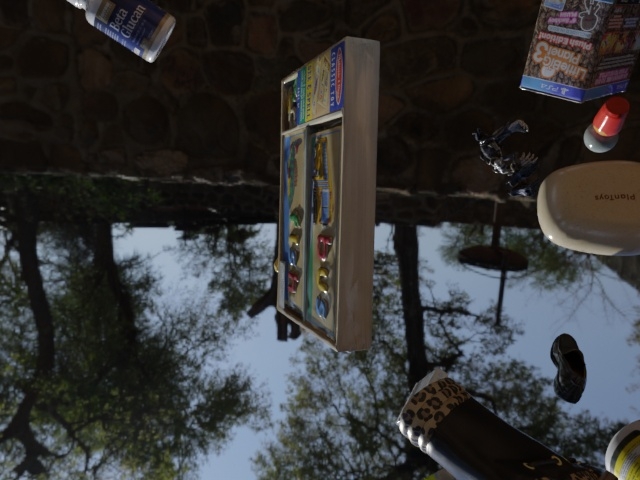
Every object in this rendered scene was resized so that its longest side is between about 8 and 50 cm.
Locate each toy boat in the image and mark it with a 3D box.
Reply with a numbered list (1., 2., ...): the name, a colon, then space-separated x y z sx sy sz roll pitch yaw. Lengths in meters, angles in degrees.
1. toy boat: 0.571 -0.117 1.023 0.267 0.319 0.148 5 161 14

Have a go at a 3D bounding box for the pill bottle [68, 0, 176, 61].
1. pill bottle: -0.355 -0.405 0.921 0.169 0.094 0.094 30 180 -20

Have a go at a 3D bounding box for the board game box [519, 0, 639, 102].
1. board game box: 0.570 -0.457 1.071 0.231 0.291 0.141 -20 -142 -37

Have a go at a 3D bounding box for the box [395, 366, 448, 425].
1. box: 0.282 0.447 1.453 0.038 0.186 0.145 32 -119 9

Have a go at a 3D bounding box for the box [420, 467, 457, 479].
1. box: 0.298 0.529 1.088 0.178 0.042 0.109 -31 -138 5

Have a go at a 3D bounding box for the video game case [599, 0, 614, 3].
1. video game case: 0.187 -0.341 0.605 0.269 0.061 0.244 -16 -140 -40

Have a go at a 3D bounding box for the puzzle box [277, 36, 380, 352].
1. puzzle box: 0.000 -0.064 0.788 0.052 0.410 0.272 -1 -175 -23

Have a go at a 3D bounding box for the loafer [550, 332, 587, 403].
1. loafer: 0.480 0.230 0.983 0.062 0.061 0.170 20 -145 5

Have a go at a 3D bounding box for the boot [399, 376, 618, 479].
1. boot: 0.307 0.357 0.845 0.284 0.138 0.377 34 -172 35

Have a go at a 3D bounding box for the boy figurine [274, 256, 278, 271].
1. boy figurine: 0.000 0.000 1.122 0.092 0.178 0.285 -16 -177 35

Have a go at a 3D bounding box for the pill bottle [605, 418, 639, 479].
1. pill bottle: 0.695 0.494 0.937 0.187 0.188 0.334 2 -164 -3

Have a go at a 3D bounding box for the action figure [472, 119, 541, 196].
1. action figure: 0.537 -0.246 1.464 0.140 0.164 0.276 -30 -139 14
